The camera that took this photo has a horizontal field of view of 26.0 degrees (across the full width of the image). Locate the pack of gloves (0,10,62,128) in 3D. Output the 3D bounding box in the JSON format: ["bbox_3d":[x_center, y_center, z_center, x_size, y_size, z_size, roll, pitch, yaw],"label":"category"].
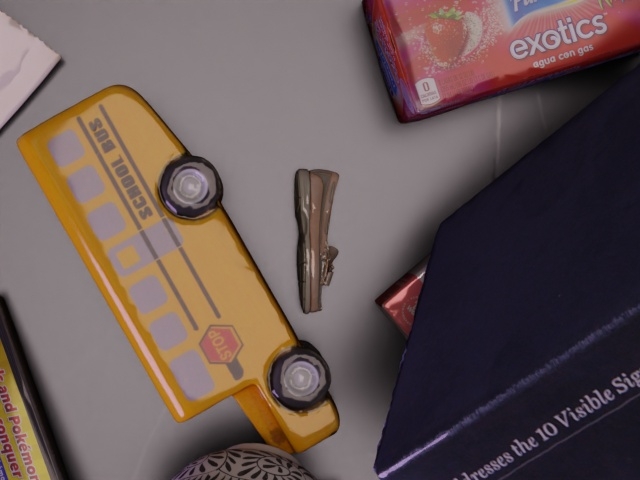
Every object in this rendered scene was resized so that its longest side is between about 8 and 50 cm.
[{"bbox_3d":[-0.367,-0.123,1.178,0.195,0.046,0.232,36,91,-14],"label":"pack of gloves"}]

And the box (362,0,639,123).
[{"bbox_3d":[0.174,-0.193,1.156,0.257,0.128,0.122,-18,91,-3],"label":"box"}]

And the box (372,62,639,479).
[{"bbox_3d":[0.379,0.090,0.935,0.472,0.297,0.480,37,129,-16],"label":"box"}]

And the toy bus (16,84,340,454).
[{"bbox_3d":[-0.109,0.032,1.149,0.130,0.108,0.332,-30,92,-3],"label":"toy bus"}]

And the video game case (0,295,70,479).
[{"bbox_3d":[-0.337,0.216,1.153,0.248,0.035,0.275,-21,81,-3],"label":"video game case"}]

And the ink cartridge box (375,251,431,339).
[{"bbox_3d":[0.159,0.032,1.185,0.198,0.067,0.115,-41,93,-3],"label":"ink cartridge box"}]

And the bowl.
[{"bbox_3d":[-0.055,0.215,1.104,0.170,0.170,0.080,16,45,-3],"label":"bowl"}]

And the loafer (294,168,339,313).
[{"bbox_3d":[0.000,0.000,1.190,0.039,0.045,0.125,-2,87,-10],"label":"loafer"}]
